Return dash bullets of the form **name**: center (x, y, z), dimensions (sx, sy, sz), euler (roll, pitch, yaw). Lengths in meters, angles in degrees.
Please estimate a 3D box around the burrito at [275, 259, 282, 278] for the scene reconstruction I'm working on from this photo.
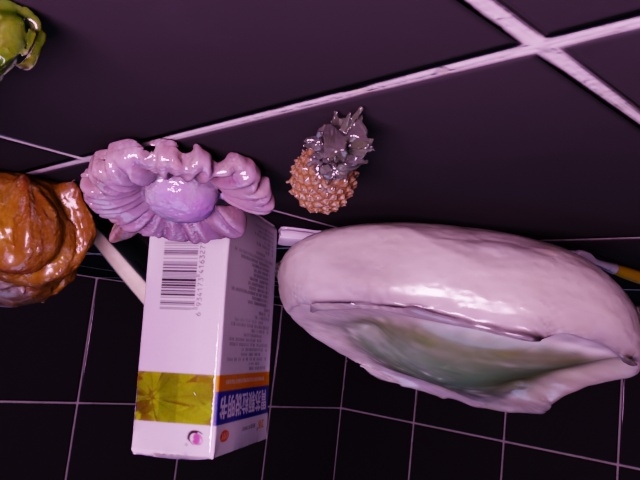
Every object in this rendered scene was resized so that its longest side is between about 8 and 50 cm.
- **burrito**: center (-0.045, 0.100, 1.439), dimensions (0.171, 0.042, 0.051), euler (54, 151, -15)

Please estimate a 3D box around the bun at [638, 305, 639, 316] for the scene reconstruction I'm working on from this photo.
- **bun**: center (0.569, 0.126, 0.909), dimensions (0.287, 0.146, 0.287), euler (40, 169, 10)

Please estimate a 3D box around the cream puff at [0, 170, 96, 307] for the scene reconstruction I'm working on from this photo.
- **cream puff**: center (-0.390, -0.002, 0.831), dimensions (0.241, 0.155, 0.269), euler (7, 170, -11)

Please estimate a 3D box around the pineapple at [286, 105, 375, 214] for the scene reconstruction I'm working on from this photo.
- **pineapple**: center (0.011, -0.054, 0.509), dimensions (0.058, 0.058, 0.124), euler (8, 171, -10)

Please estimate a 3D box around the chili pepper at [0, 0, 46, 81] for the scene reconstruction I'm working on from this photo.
- **chili pepper**: center (-0.289, -0.090, 0.462), dimensions (0.359, 0.076, 0.085), euler (-3, -167, 46)

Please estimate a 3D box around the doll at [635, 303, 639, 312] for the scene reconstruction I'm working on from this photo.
- **doll**: center (0.786, 0.201, 1.462), dimensions (0.278, 0.149, 0.175), euler (21, -158, -12)

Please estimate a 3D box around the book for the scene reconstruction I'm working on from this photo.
- **book**: center (-0.244, 0.076, 1.152), dimensions (0.264, 0.031, 0.379), euler (46, 179, 12)

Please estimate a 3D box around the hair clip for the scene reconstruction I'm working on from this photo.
- **hair clip**: center (-0.172, -0.038, 0.712), dimensions (0.173, 0.069, 0.300), euler (11, 170, -31)

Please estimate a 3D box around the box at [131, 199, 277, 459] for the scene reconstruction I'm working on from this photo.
- **box**: center (-0.136, 0.109, 0.886), dimensions (0.106, 0.300, 0.200), euler (1, 171, 14)

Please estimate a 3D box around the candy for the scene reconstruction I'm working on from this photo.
- **candy**: center (0.156, 0.081, 0.869), dimensions (0.426, 0.186, 0.386), euler (12, 159, -1)

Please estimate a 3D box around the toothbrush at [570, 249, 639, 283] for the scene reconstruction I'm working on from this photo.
- **toothbrush**: center (0.427, 0.044, 0.996), dimensions (0.288, 0.021, 0.024), euler (14, 180, -41)

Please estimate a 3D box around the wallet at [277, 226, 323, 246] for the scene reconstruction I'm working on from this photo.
- **wallet**: center (0.000, 0.000, 0.997), dimensions (0.122, 0.025, 0.061), euler (8, 174, -6)
